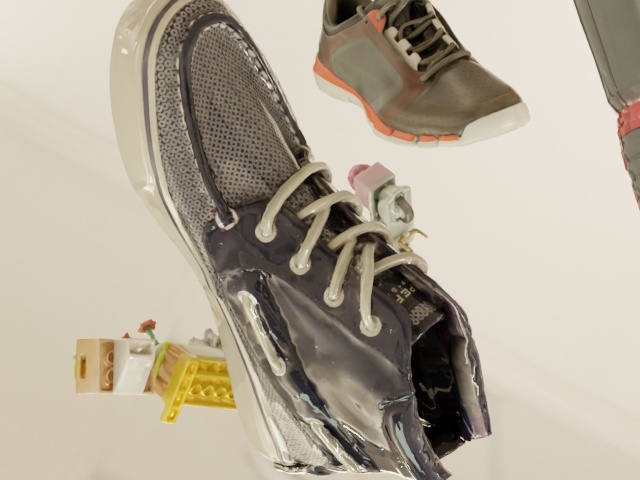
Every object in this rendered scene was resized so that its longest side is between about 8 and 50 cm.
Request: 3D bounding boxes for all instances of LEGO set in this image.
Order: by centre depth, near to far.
[{"bbox_3d":[-0.062,0.050,1.323,0.287,0.132,0.107,-29,-139,-29],"label":"LEGO set"}]

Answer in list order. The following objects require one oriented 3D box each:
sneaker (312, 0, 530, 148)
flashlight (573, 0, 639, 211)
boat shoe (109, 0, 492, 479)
[{"bbox_3d":[0.042,-0.092,0.957,0.061,0.065,0.158,-21,-150,-29],"label":"sneaker"},{"bbox_3d":[0.132,-0.107,0.678,0.103,0.103,0.304,-5,-102,-65],"label":"flashlight"},{"bbox_3d":[0.000,0.000,1.165,0.158,0.340,0.127,6,-142,42],"label":"boat shoe"}]
